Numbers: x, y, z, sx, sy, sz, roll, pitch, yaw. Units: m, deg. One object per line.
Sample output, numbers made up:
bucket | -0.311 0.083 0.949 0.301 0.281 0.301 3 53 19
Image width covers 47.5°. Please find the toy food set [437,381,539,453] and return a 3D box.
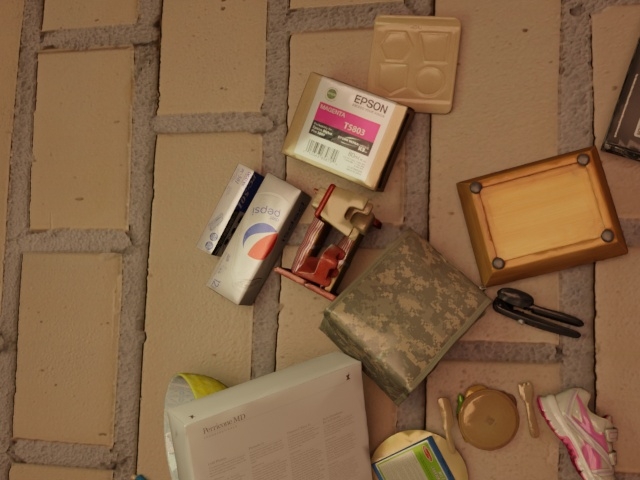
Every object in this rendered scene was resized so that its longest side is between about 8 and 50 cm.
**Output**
toy food set | 0.341 0.359 1.480 0.192 0.038 0.133 -10 87 2

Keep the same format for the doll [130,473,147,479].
doll | -0.425 0.593 1.632 0.189 0.046 0.129 -15 71 5

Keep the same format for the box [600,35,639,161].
box | 0.725 -0.291 1.433 0.242 0.076 0.308 20 89 15

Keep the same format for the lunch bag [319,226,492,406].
lunch bag | 0.176 0.142 1.468 0.235 0.169 0.287 43 70 13

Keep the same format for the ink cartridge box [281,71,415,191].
ink cartridge box | 0.058 -0.235 1.573 0.234 0.088 0.193 23 100 16

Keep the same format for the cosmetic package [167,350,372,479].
cosmetic package | -0.083 0.403 1.387 0.097 0.377 0.285 17 116 55

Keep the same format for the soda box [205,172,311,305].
soda box | -0.134 0.001 1.602 0.091 0.098 0.286 30 91 15

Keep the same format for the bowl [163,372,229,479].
bowl | -0.214 0.415 1.527 0.156 0.289 0.290 -3 81 -28

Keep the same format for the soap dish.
soap dish | 0.439 -0.050 1.455 0.290 0.118 0.229 -15 80 13

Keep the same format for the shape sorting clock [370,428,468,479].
shape sorting clock | 0.199 0.490 1.492 0.206 0.040 0.206 1 93 12

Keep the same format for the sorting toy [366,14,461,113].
sorting toy | 0.203 -0.386 1.597 0.193 0.038 0.208 6 90 15

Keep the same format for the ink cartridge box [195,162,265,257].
ink cartridge box | -0.197 -0.064 1.624 0.046 0.097 0.207 27 91 15

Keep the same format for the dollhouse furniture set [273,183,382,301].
dollhouse furniture set | 0.000 0.000 1.429 0.152 0.374 0.201 27 89 11

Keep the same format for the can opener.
can opener | 0.437 0.152 1.466 0.186 0.073 0.059 25 82 6

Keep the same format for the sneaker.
sneaker | 0.526 0.391 1.392 0.111 0.103 0.252 -31 82 5
